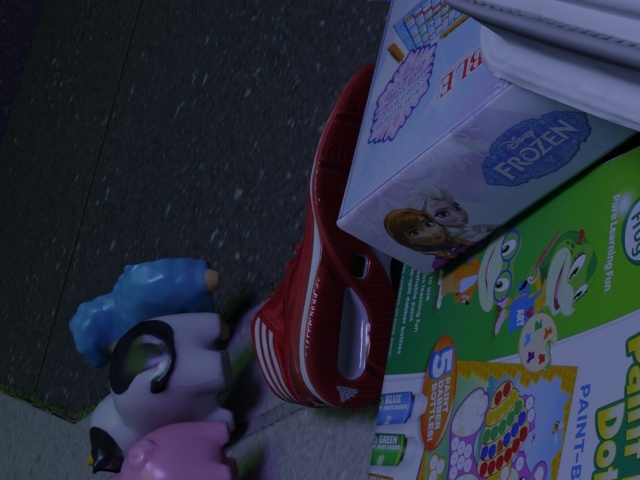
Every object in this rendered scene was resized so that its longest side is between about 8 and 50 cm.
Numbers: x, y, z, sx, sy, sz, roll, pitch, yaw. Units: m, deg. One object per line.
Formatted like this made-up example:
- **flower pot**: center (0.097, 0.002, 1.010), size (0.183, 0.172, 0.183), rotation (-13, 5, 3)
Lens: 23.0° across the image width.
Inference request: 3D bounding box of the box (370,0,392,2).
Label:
- **box**: center (0.053, -0.198, 1.019), size (0.136, 0.028, 0.081), rotation (-59, -26, -75)

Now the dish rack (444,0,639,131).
- **dish rack**: center (0.159, -0.209, 0.592), size (0.332, 0.072, 0.285), rotation (-61, 21, 5)

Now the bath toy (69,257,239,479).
- **bath toy**: center (-0.119, 0.169, 1.082), size (0.348, 0.129, 0.151), rotation (-99, 2, -49)

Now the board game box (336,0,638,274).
- **board game box**: center (0.146, -0.182, 0.792), size (0.319, 0.066, 0.318), rotation (-38, 30, 49)

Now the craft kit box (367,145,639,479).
- **craft kit box**: center (0.105, 0.097, 0.742), size (0.247, 0.061, 0.249), rotation (-25, 49, 55)

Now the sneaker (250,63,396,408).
- **sneaker**: center (0.000, 0.000, 1.008), size (0.128, 0.087, 0.221), rotation (-17, 55, 60)
